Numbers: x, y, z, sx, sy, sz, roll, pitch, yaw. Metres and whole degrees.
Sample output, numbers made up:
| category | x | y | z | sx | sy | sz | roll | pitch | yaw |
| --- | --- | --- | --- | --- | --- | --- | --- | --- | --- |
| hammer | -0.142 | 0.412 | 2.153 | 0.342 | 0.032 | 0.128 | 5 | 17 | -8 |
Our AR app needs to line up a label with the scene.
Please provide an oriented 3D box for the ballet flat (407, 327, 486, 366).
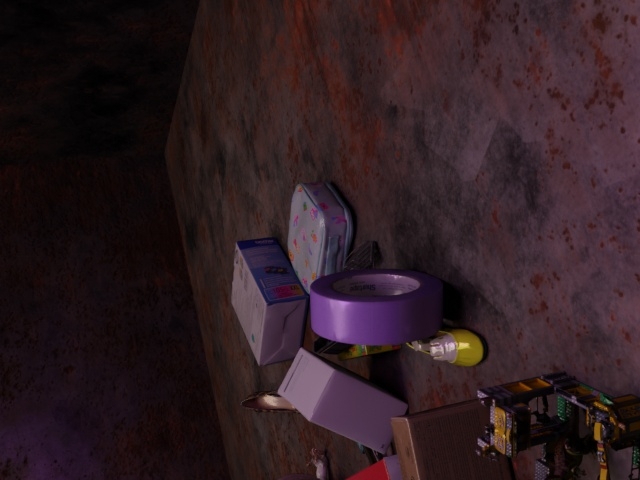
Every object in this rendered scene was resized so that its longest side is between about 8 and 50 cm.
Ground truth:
| category | x | y | z | sx | sy | sz | roll | pitch | yaw |
| --- | --- | --- | --- | --- | --- | --- | --- | --- | --- |
| ballet flat | 0.244 | 0.214 | 1.577 | 0.231 | 0.077 | 0.077 | -174 | 78 | -68 |

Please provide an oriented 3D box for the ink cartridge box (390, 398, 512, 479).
| category | x | y | z | sx | sy | sz | roll | pitch | yaw |
| --- | --- | --- | --- | --- | --- | --- | --- | --- | --- |
| ink cartridge box | 0.254 | 0.431 | 1.463 | 0.088 | 0.193 | 0.235 | 145 | 117 | -68 |

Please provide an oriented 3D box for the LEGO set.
| category | x | y | z | sx | sy | sz | roll | pitch | yaw |
| --- | --- | --- | --- | --- | --- | --- | --- | --- | --- |
| LEGO set | 0.352 | 0.362 | 1.193 | 0.255 | 0.192 | 0.331 | -141 | 48 | -61 |

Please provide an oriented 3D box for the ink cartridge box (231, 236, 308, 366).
| category | x | y | z | sx | sy | sz | roll | pitch | yaw |
| --- | --- | --- | --- | --- | --- | --- | --- | --- | --- |
| ink cartridge box | -0.185 | 0.174 | 2.553 | 0.395 | 0.151 | 0.270 | -124 | 35 | -47 |

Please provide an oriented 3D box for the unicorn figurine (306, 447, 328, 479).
| category | x | y | z | sx | sy | sz | roll | pitch | yaw |
| --- | --- | --- | --- | --- | --- | --- | --- | --- | --- |
| unicorn figurine | -0.002 | 0.721 | 2.374 | 0.060 | 0.111 | 0.162 | 9 | 82 | 29 |

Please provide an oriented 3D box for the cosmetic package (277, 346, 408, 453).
| category | x | y | z | sx | sy | sz | roll | pitch | yaw |
| --- | --- | --- | --- | --- | --- | --- | --- | --- | --- |
| cosmetic package | 0.051 | 0.384 | 1.881 | 0.138 | 0.224 | 0.224 | -62 | 23 | -4 |

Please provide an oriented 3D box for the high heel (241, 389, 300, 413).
| category | x | y | z | sx | sy | sz | roll | pitch | yaw |
| --- | --- | --- | --- | --- | --- | --- | --- | --- | --- |
| high heel | -0.143 | 0.526 | 2.506 | 0.261 | 0.186 | 0.093 | 160 | 102 | -68 |

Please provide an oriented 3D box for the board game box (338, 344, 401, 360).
| category | x | y | z | sx | sy | sz | roll | pitch | yaw |
| --- | --- | --- | --- | --- | --- | --- | --- | --- | --- |
| board game box | 0.115 | 0.260 | 1.897 | 0.181 | 0.092 | 0.043 | 147 | 114 | -66 |

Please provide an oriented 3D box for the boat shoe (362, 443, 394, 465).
| category | x | y | z | sx | sy | sz | roll | pitch | yaw |
| --- | --- | --- | --- | --- | --- | --- | --- | --- | --- |
| boat shoe | 0.153 | 0.580 | 1.929 | 0.080 | 0.073 | 0.223 | 123 | 136 | -59 |

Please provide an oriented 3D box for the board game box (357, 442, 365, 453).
| category | x | y | z | sx | sy | sz | roll | pitch | yaw |
| --- | --- | --- | --- | --- | --- | --- | --- | --- | --- |
| board game box | 0.096 | 0.467 | 2.103 | 0.186 | 0.026 | 0.126 | -124 | 33 | -48 |

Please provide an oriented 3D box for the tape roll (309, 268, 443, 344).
| category | x | y | z | sx | sy | sz | roll | pitch | yaw |
| --- | --- | --- | --- | --- | --- | --- | --- | --- | --- |
| tape roll | 0.116 | 0.132 | 1.607 | 0.275 | 0.275 | 0.090 | -156 | 62 | -65 |

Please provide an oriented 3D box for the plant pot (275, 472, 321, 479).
| category | x | y | z | sx | sy | sz | roll | pitch | yaw |
| --- | --- | --- | --- | --- | --- | --- | --- | --- | --- |
| plant pot | 0.000 | 0.845 | 2.131 | 0.305 | 0.334 | 0.334 | -2 | 95 | 57 |

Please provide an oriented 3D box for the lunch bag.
| category | x | y | z | sx | sy | sz | roll | pitch | yaw |
| --- | --- | --- | --- | --- | --- | --- | --- | --- | --- |
| lunch bag | 0.000 | 0.000 | 2.088 | 0.224 | 0.108 | 0.279 | -127 | 35 | -47 |

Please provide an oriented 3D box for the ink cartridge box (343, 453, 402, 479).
| category | x | y | z | sx | sy | sz | roll | pitch | yaw |
| --- | --- | --- | --- | --- | --- | --- | --- | --- | --- |
| ink cartridge box | 0.156 | 0.533 | 1.636 | 0.309 | 0.272 | 0.130 | 124 | 135 | -58 |

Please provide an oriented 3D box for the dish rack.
| category | x | y | z | sx | sy | sz | roll | pitch | yaw |
| --- | --- | --- | --- | --- | --- | --- | --- | --- | --- |
| dish rack | 0.066 | 0.134 | 1.891 | 0.208 | 0.074 | 0.271 | -44 | 33 | 52 |
